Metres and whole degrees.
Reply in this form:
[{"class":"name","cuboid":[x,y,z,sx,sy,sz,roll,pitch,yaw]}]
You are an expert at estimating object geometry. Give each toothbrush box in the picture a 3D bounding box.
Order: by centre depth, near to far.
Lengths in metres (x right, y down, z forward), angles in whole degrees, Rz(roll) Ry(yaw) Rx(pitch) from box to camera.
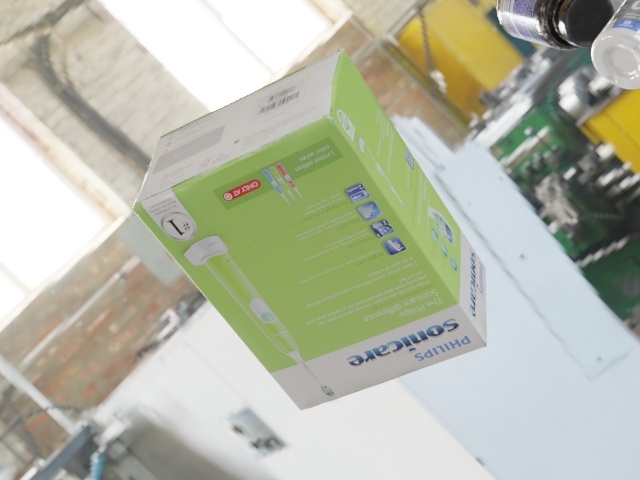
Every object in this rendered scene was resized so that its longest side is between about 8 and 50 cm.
[{"class":"toothbrush box","cuboid":[0.000,0.000,1.086,0.206,0.283,0.122,-23,30,24]}]

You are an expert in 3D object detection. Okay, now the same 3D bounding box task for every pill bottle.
[{"class":"pill bottle","cuboid":[0.363,-0.237,1.306,0.137,0.078,0.078,-51,5,-31]},{"class":"pill bottle","cuboid":[0.401,-0.391,2.010,0.123,0.123,0.219,-46,26,-1]}]
